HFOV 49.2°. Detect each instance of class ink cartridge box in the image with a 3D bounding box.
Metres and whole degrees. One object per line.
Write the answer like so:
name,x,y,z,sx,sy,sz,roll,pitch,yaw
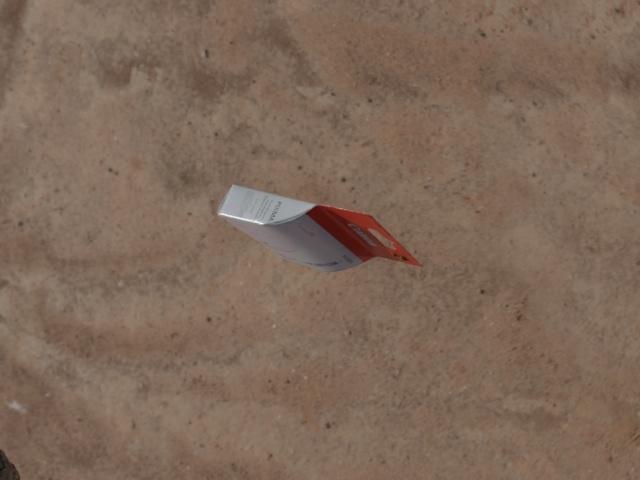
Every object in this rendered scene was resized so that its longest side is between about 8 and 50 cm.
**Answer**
ink cartridge box,0.000,0.000,0.973,0.232,0.189,0.066,20,79,36

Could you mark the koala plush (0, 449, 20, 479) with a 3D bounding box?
koala plush,-0.388,0.281,0.597,0.221,0.196,0.203,-3,52,-1
